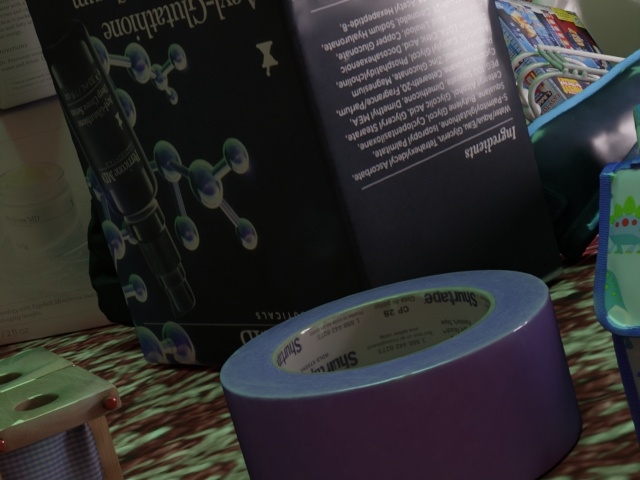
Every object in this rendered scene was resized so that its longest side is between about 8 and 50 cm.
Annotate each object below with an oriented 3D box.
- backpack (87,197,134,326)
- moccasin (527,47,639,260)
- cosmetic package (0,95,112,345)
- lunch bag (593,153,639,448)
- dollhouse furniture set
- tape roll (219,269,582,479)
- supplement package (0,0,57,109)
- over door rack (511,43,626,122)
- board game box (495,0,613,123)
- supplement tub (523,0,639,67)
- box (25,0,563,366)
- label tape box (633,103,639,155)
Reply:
[{"bbox_3d":[-0.126,-0.001,1.255,0.115,0.152,0.182,8,10,33],"label":"backpack"},{"bbox_3d":[0.276,-0.084,1.171,0.342,0.117,0.137,-35,-16,-27],"label":"moccasin"},{"bbox_3d":[-0.269,-0.029,1.371,0.224,0.224,0.138,-12,12,21],"label":"cosmetic package"},{"bbox_3d":[0.203,0.028,0.635,0.129,0.151,0.096,-5,15,40],"label":"lunch bag"},{"bbox_3d":[-0.179,0.148,0.636,0.184,0.129,0.129,-20,12,-24],"label":"dollhouse furniture set"},{"bbox_3d":[0.045,0.085,0.766,0.189,0.080,0.189,-15,12,3],"label":"tape roll"},{"bbox_3d":[-0.275,-0.290,1.310,0.178,0.293,0.175,-18,13,-17],"label":"supplement package"},{"bbox_3d":[0.363,-0.141,1.396,0.324,0.108,0.239,-1,14,3],"label":"over door rack"},{"bbox_3d":[0.279,-0.202,1.667,0.194,0.194,0.060,3,-39,-42],"label":"board game box"},{"bbox_3d":[0.346,-0.302,1.918,0.191,0.191,0.272,-18,12,-8],"label":"supplement tub"},{"bbox_3d":[-0.033,-0.120,1.046,0.212,0.395,0.293,-27,15,-40],"label":"box"},{"bbox_3d":[0.339,-0.038,0.880,0.249,0.115,0.347,-13,14,14],"label":"label tape box"}]
